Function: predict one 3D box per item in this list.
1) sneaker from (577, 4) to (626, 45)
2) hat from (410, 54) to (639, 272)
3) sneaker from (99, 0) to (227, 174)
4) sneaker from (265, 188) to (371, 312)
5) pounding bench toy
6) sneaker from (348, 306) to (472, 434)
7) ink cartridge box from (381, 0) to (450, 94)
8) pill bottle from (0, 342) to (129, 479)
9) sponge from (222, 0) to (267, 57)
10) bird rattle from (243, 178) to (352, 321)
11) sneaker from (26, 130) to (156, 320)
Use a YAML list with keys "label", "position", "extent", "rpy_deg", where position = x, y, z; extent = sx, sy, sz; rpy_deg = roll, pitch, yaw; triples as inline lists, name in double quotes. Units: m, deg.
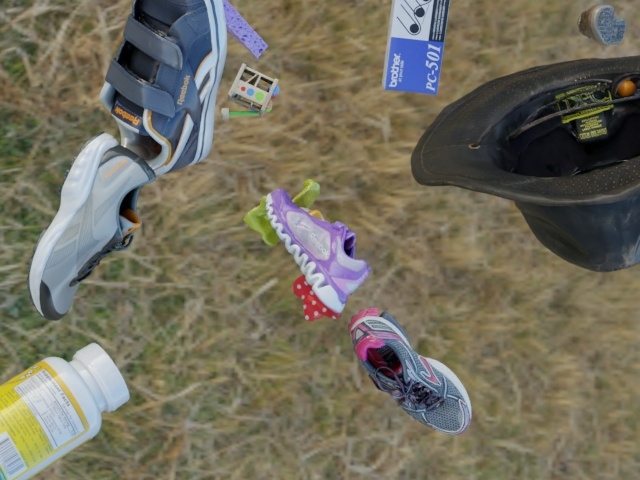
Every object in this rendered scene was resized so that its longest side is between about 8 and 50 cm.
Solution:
- label: "sneaker"
  position: [0.471, -0.367, 2.058]
  extent: [0.188, 0.071, 0.066]
  rpy_deg: [1, 100, -65]
- label: "hat"
  position: [0.232, -0.055, 1.020]
  extent: [0.331, 0.331, 0.134]
  rpy_deg: [-36, 119, -41]
- label: "sneaker"
  position: [-0.203, -0.214, 1.530]
  extent: [0.127, 0.126, 0.321]
  rpy_deg: [-29, 140, -36]
- label: "sneaker"
  position: [0.000, 0.000, 1.918]
  extent: [0.236, 0.104, 0.095]
  rpy_deg: [55, 7, 27]
- label: "pounding bench toy"
  position: [-0.103, -0.205, 1.760]
  extent: [0.065, 0.052, 0.083]
  rpy_deg: [25, 84, -3]
- label: "sneaker"
  position: [0.158, 0.259, 2.180]
  extent: [0.299, 0.121, 0.112]
  rpy_deg: [42, 17, -17]
- label: "ink cartridge box"
  position: [0.169, -0.365, 2.105]
  extent: [0.097, 0.046, 0.207]
  rpy_deg: [5, 105, -6]
- label: "pill bottle"
  position: [-0.345, 0.216, 1.474]
  extent: [0.208, 0.117, 0.118]
  rpy_deg: [-33, 112, -24]
- label: "sponge"
  position: [-0.174, -0.392, 1.992]
  extent: [0.031, 0.117, 0.210]
  rpy_deg: [-46, 146, 1]
- label: "bird rattle"
  position: [-0.018, 0.027, 2.089]
  extent: [0.143, 0.207, 0.254]
  rpy_deg: [-24, 98, -19]
- label: "sneaker"
  position: [-0.301, -0.003, 1.564]
  extent: [0.272, 0.108, 0.100]
  rpy_deg: [-63, 175, 22]
